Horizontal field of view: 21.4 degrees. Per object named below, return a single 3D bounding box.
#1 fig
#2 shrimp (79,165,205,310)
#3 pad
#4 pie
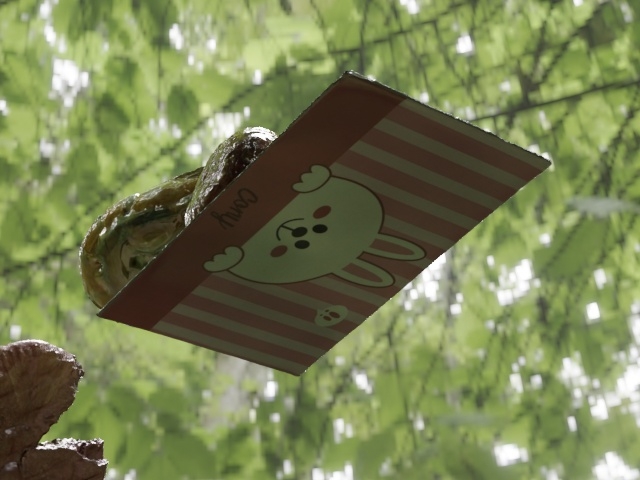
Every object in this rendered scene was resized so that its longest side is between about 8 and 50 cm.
[{"bbox_3d":[-0.045,-0.026,1.415,0.119,0.119,0.153,-33,-40,24],"label":"fig"},{"bbox_3d":[-0.133,0.008,1.692,0.254,0.145,0.059,-20,-6,19],"label":"shrimp"},{"bbox_3d":[0.000,0.000,1.236,0.202,0.005,0.300,20,-48,-37],"label":"pad"},{"bbox_3d":[-0.333,0.220,1.884,0.204,0.054,0.218,-7,-84,-38],"label":"pie"}]
